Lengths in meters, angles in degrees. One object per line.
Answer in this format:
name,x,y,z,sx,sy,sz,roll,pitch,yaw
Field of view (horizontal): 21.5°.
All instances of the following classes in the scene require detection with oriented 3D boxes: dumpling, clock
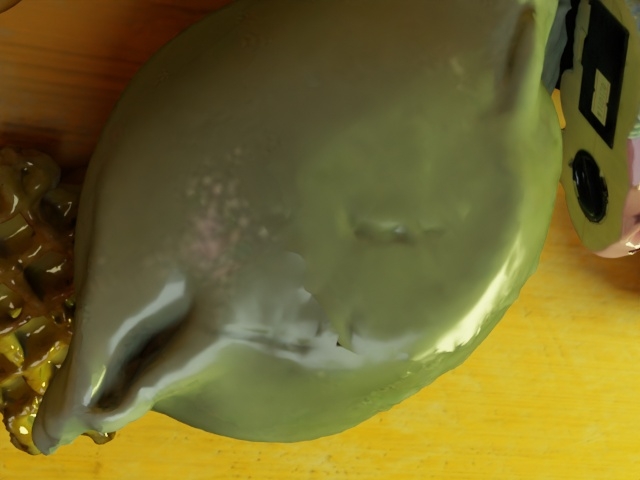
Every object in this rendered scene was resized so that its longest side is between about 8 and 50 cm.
dumpling,-0.002,0.005,0.901,0.320,0.212,0.270,-9,131,-1
clock,0.243,-0.086,0.960,0.195,0.100,0.194,-11,133,-15

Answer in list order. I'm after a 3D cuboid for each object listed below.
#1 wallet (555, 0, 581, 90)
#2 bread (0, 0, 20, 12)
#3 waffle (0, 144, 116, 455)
wallet,0.170,-0.142,0.967,0.285,0.030,0.146,18,128,-32
bread,-0.137,-0.200,0.759,0.116,0.077,0.200,27,121,-40
waffle,-0.204,0.045,0.993,0.253,0.056,0.249,-8,135,-16
